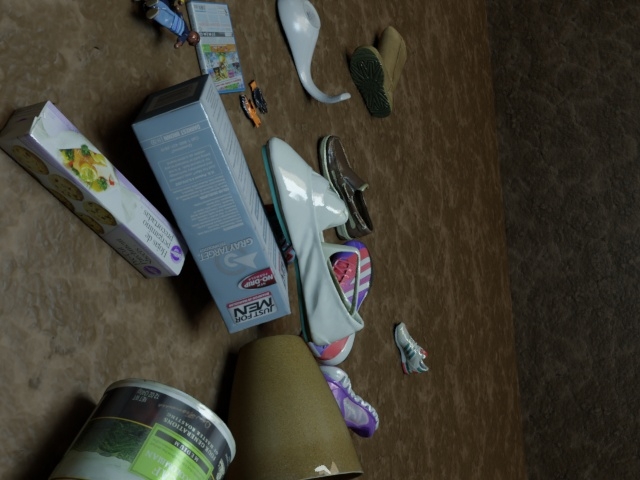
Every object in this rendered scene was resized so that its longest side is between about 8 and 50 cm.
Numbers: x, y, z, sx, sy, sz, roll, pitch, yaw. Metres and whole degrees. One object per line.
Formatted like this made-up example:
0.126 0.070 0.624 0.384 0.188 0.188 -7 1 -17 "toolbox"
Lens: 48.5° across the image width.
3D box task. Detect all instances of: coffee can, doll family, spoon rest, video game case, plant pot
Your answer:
-0.251 0.341 0.881 0.201 0.202 0.275 65 33 -32 "coffee can"
-0.247 -0.404 1.181 0.111 0.076 0.192 34 60 -61 "doll family"
-0.028 -0.432 1.606 0.137 0.084 0.276 -33 100 -61 "spoon rest"
-0.193 -0.358 1.326 0.119 0.015 0.166 -29 110 -61 "video game case"
-0.067 0.305 1.245 0.237 0.237 0.254 31 42 -57 "plant pot"

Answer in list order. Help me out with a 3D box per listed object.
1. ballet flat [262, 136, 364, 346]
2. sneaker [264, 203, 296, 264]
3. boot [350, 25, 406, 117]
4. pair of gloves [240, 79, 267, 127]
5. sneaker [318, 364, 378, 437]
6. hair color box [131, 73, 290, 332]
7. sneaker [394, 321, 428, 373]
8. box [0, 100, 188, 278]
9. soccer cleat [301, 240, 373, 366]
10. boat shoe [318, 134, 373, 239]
0.000 0.000 1.269 0.139 0.139 0.399 -43 125 -57 "ballet flat"
-0.069 -0.012 1.396 0.262 0.104 0.125 -13 98 -62 "sneaker"
0.165 -0.504 1.961 0.236 0.089 0.269 69 30 -46 "boot"
-0.133 -0.274 1.427 0.074 0.010 0.083 62 32 -32 "pair of gloves"
0.042 0.375 1.550 0.236 0.095 0.104 54 46 -35 "sneaker"
-0.163 -0.059 1.150 0.185 0.114 0.374 -98 168 -64 "hair color box"
0.257 0.297 1.972 0.057 0.076 0.161 -41 121 -57 "sneaker"
-0.306 -0.059 1.002 0.324 0.067 0.063 54 40 -45 "box"
0.036 0.115 1.572 0.116 0.109 0.318 50 45 -41 "soccer cleat"
0.071 -0.130 1.689 0.095 0.095 0.257 -42 121 -57 "boat shoe"
